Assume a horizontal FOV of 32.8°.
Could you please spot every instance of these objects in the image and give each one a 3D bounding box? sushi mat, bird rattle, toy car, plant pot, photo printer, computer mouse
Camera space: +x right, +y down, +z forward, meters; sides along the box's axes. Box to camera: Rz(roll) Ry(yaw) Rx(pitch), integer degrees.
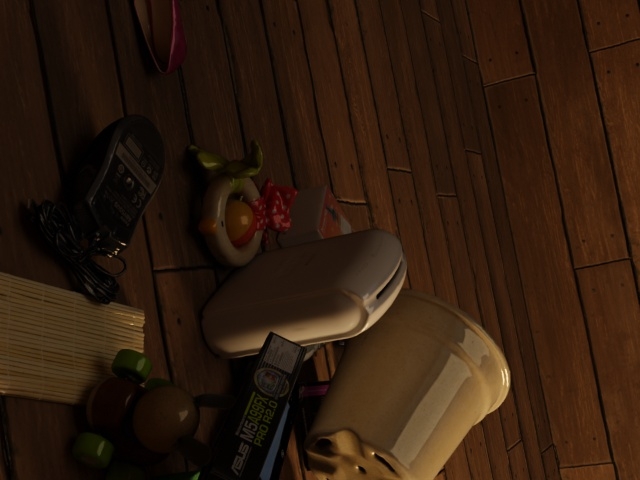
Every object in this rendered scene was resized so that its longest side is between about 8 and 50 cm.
[{"bbox_3d":[-0.322,0.140,1.424,0.316,0.019,0.151,26,54,-61],"label":"sushi mat"},{"bbox_3d":[-0.145,-0.051,1.851,0.253,0.143,0.207,68,34,-53],"label":"bird rattle"},{"bbox_3d":[-0.197,0.239,1.408,0.149,0.188,0.155,54,46,-42],"label":"toy car"},{"bbox_3d":[0.131,0.309,1.965,0.305,0.334,0.334,-53,129,-38],"label":"plant pot"},{"bbox_3d":[-0.013,0.082,1.790,0.107,0.307,0.256,70,25,-17],"label":"photo printer"},{"bbox_3d":[-0.306,-0.064,1.510,0.188,0.072,0.272,58,42,-39],"label":"computer mouse"}]

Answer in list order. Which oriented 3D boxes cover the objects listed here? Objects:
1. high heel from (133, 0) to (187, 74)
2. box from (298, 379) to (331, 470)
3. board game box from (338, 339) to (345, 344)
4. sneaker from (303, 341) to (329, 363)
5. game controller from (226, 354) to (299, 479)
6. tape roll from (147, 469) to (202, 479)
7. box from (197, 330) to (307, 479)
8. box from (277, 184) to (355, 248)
[{"bbox_3d":[-0.271,-0.386,1.722,0.117,0.082,0.244,-83,164,-57],"label":"high heel"},{"bbox_3d":[-0.002,0.345,2.035,0.116,0.029,0.162,12,67,-64],"label":"box"},{"bbox_3d":[0.068,0.124,2.263,0.194,0.060,0.194,18,62,-63],"label":"board game box"},{"bbox_3d":[-0.032,0.136,2.003,0.228,0.086,0.132,-39,112,-63],"label":"sneaker"},{"bbox_3d":[-0.098,0.307,1.782,0.166,0.067,0.319,57,31,-31],"label":"game controller"},{"bbox_3d":[-0.175,0.485,1.514,0.321,0.077,0.321,40,44,-55],"label":"tape roll"},{"bbox_3d":[-0.111,0.281,1.423,0.060,0.216,0.270,26,37,-3],"label":"box"},{"bbox_3d":[0.000,0.000,2.131,0.170,0.091,0.130,58,31,-39],"label":"box"}]
